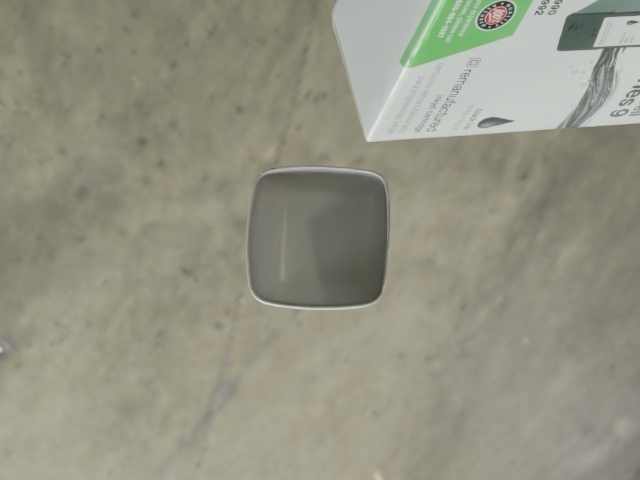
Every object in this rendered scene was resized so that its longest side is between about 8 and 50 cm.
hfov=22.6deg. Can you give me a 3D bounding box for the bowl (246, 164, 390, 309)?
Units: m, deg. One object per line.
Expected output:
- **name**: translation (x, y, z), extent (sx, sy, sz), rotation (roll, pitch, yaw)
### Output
- **bowl**: translation (0.000, 0.000, 1.586), extent (0.053, 0.142, 0.142), rotation (49, 44, -79)

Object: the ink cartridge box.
- **ink cartridge box**: translation (0.180, -0.181, 1.150), extent (0.289, 0.122, 0.211), rotation (-5, 153, -19)
